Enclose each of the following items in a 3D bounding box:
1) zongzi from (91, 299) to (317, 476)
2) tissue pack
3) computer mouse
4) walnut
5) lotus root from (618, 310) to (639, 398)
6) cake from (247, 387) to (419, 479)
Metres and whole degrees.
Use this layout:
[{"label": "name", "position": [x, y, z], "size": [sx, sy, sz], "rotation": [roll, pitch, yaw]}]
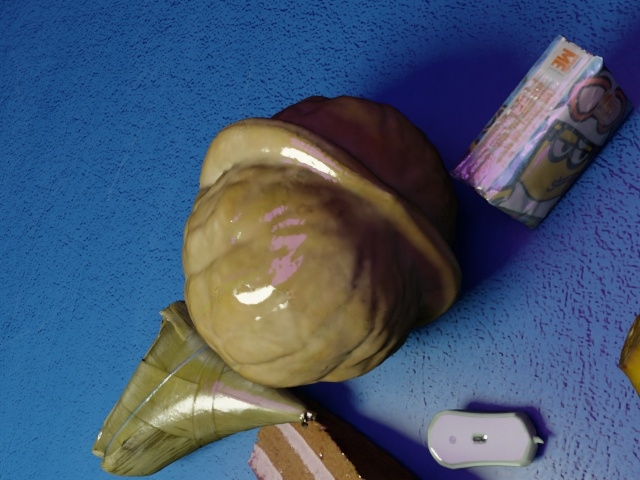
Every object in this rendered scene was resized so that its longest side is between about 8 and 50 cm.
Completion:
[{"label": "zongzi", "position": [-0.137, 0.221, 0.811], "size": [0.256, 0.115, 0.228], "rotation": [32, 93, 36]}, {"label": "tissue pack", "position": [0.209, -0.094, 0.647], "size": [0.155, 0.115, 0.065], "rotation": [-52, 54, 14]}, {"label": "computer mouse", "position": [0.160, 0.192, 0.671], "size": [0.110, 0.032, 0.056], "rotation": [-6, 77, 22]}, {"label": "walnut", "position": [0.000, 0.000, 0.678], "size": [0.285, 0.285, 0.296], "rotation": [11, 56, 35]}, {"label": "lotus root", "position": [0.350, 0.119, 0.469], "size": [0.291, 0.193, 0.193], "rotation": [36, 100, 34]}, {"label": "cake", "position": [0.017, 0.261, 0.712], "size": [0.295, 0.112, 0.116], "rotation": [27, 94, 46]}]
